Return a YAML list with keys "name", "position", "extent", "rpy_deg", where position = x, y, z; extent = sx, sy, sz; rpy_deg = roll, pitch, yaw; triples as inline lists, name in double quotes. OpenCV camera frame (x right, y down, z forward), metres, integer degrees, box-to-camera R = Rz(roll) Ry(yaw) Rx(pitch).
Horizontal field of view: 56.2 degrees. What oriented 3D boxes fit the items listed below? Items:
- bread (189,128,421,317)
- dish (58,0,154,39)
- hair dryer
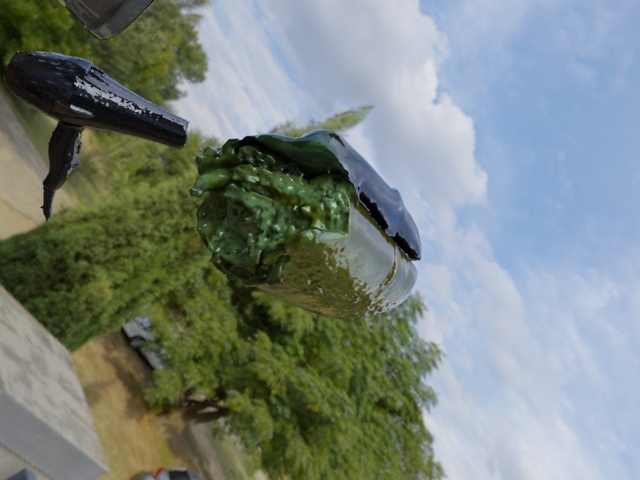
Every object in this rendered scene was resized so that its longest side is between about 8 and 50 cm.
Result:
- name: "bread"
  position: [0.000, 0.000, 0.895]
  extent: [0.376, 0.251, 0.208]
  rpy_deg: [35, 49, -58]
- name: "dish"
  position: [-0.173, -0.324, 0.506]
  extent: [0.120, 0.303, 0.303]
  rpy_deg: [26, 12, -39]
- name: "hair dryer"
  position: [-0.428, -0.155, 1.093]
  extent: [0.359, 0.303, 0.120]
  rpy_deg: [-55, -156, 35]
